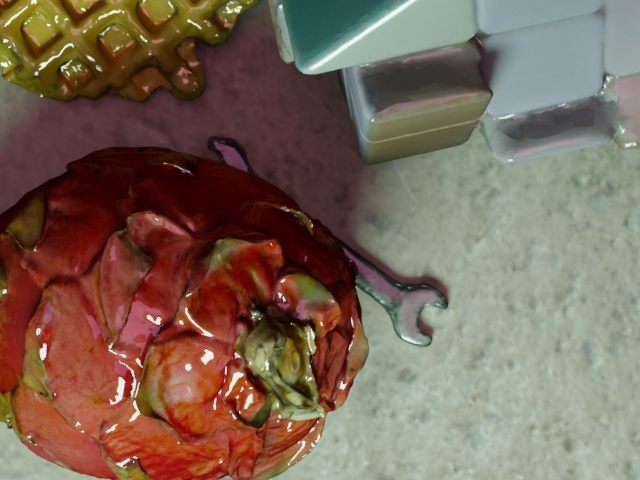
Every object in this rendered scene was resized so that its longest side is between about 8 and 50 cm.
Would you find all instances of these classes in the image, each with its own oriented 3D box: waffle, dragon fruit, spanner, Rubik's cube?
[{"bbox_3d":[-0.188,-0.264,1.400,0.307,0.060,0.311,18,101,-5],"label":"waffle"},{"bbox_3d":[-0.124,0.062,1.311,0.343,0.277,0.277,14,87,39],"label":"dragon fruit"},{"bbox_3d":[0.000,0.000,1.440,0.254,0.015,0.054,37,90,1],"label":"spanner"},{"bbox_3d":[0.132,-0.236,1.287,0.358,0.368,0.387,-10,54,0],"label":"Rubik's cube"}]
